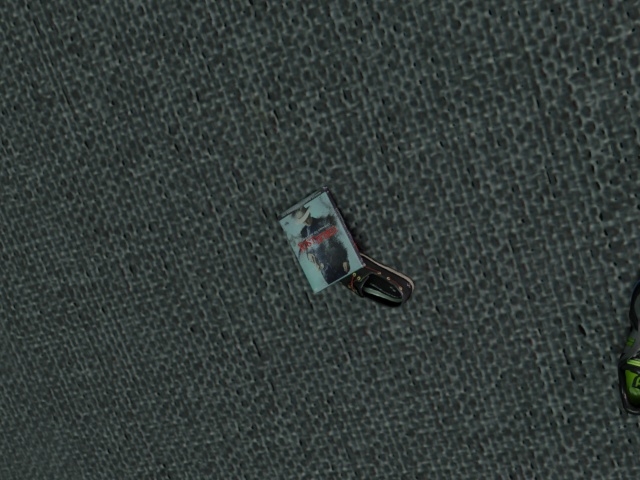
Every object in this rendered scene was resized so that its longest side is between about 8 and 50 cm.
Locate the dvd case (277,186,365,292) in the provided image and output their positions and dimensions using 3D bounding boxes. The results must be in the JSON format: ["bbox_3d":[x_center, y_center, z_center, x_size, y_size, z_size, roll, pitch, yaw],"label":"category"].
[{"bbox_3d":[0.000,0.000,1.357,0.087,0.013,0.119,-30,80,29],"label":"dvd case"}]

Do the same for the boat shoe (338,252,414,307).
[{"bbox_3d":[0.059,0.051,1.359,0.133,0.042,0.049,22,120,14],"label":"boat shoe"}]

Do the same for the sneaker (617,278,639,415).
[{"bbox_3d":[0.403,0.131,1.233,0.067,0.078,0.188,11,114,17],"label":"sneaker"}]
